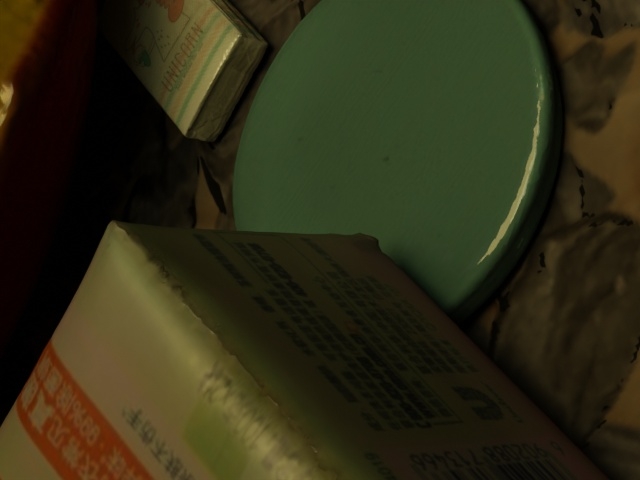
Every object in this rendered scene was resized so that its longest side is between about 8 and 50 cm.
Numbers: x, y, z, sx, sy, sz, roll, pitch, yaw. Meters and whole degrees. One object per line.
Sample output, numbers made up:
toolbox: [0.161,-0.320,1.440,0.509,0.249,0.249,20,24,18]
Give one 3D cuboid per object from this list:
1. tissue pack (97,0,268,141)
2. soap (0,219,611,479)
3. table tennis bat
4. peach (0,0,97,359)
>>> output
tissue pack: [-0.066,-0.095,0.689,0.056,0.023,0.108,-57,45,20]
soap: [-0.011,0.120,0.470,0.199,0.138,0.182,45,115,33]
table tennis bat: [0.000,0.000,0.584,0.244,0.040,0.153,-55,49,17]
peach: [-0.239,-0.062,0.714,0.306,0.242,0.380,-93,28,-51]
